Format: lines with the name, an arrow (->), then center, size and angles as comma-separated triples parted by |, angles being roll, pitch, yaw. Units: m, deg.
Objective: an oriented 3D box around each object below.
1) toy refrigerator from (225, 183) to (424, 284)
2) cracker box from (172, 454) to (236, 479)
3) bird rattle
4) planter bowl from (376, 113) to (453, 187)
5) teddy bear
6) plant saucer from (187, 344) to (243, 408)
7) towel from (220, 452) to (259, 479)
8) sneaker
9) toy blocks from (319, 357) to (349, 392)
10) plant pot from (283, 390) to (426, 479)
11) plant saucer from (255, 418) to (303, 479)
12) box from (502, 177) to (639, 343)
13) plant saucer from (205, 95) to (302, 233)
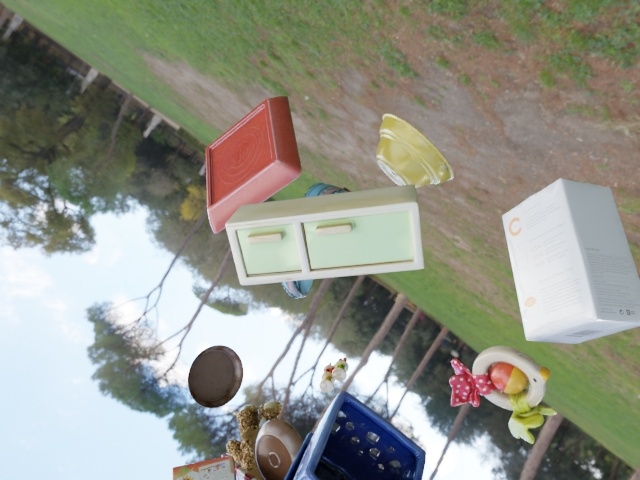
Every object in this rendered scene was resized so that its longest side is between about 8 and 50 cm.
toy refrigerator -> 0.009, -0.006, 0.705 | 0.269, 0.102, 0.094 | -5, -158, 11
cracker box -> -0.281, 0.675, 1.196 | 0.067, 0.156, 0.232 | 93, 167, -52
bird rattle -> 0.435, 0.337, 1.150 | 0.253, 0.207, 0.143 | 32, -144, 33
planter bowl -> 0.195, -0.184, 1.117 | 0.217, 0.090, 0.217 | 43, -178, -2
teddy bear -> -0.207, 0.706, 1.661 | 0.338, 0.245, 0.113 | -125, 25, -48
plant saucer -> -0.291, 0.372, 1.325 | 0.168, 0.168, 0.029 | 33, 155, -31
towel -> -0.141, 0.725, 1.290 | 0.329, 0.037, 0.237 | 5, 118, 49
sneaker -> 0.000, 0.000, 1.016 | 0.125, 0.262, 0.104 | 11, 168, 35
toy blocks -> 0.055, 0.470, 1.758 | 0.054, 0.123, 0.148 | 43, -162, -5
plant pot -> 0.052, 0.506, 1.007 | 0.236, 0.212, 0.236 | 37, -146, 2
plant saucer -> -0.114, 0.585, 1.294 | 0.198, 0.198, 0.036 | 32, -159, 34
box -> 0.607, 0.057, 1.179 | 0.168, 0.345, 0.215 | 7, 155, -19
plant saucer -> -0.168, -0.181, 1.069 | 0.048, 0.258, 0.259 | 32, -144, -44
